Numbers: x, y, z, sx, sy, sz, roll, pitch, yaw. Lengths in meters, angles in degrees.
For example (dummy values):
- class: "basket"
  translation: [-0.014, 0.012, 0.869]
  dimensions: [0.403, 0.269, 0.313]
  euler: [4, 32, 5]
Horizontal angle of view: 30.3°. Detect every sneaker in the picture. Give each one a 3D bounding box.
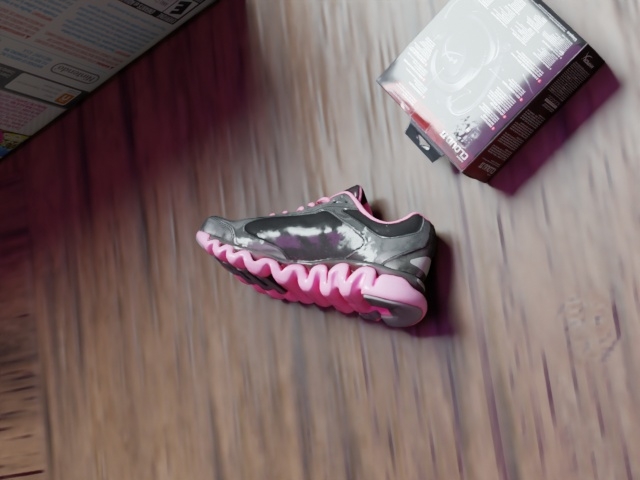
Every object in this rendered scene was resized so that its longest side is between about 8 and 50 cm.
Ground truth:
- class: "sneaker"
  translation: [0.000, 0.000, 0.543]
  dimensions: [0.119, 0.047, 0.057]
  euler: [13, 74, 25]

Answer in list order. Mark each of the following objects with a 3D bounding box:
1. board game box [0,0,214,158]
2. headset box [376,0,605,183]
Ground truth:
- class: "board game box"
  translation: [-0.226, -0.104, 0.568]
  dimensions: [0.303, 0.224, 0.097]
  euler: [-32, 71, 20]
- class: "headset box"
  translation: [0.070, -0.071, 0.517]
  dimensions: [0.083, 0.032, 0.062]
  euler: [-48, 64, 15]
